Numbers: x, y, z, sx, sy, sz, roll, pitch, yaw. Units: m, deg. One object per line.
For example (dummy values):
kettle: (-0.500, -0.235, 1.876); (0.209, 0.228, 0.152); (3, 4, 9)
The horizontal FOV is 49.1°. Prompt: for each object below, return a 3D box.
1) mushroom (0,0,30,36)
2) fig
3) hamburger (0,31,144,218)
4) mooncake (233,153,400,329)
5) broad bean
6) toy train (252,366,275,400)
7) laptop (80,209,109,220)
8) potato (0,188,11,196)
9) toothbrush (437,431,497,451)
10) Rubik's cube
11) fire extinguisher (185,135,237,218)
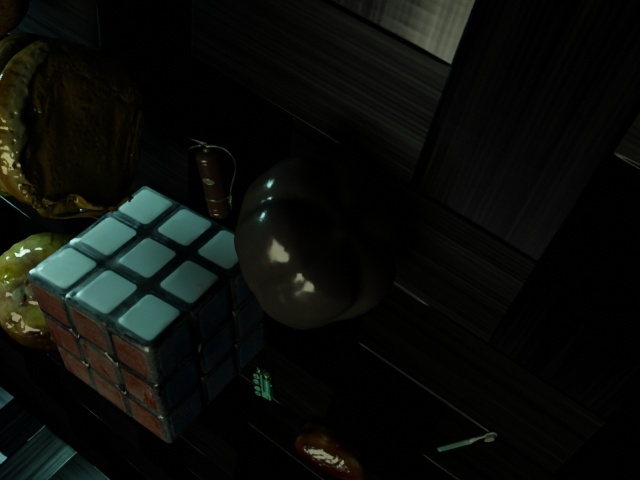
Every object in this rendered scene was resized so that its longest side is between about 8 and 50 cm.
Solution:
mushroom: (-0.626, -0.486, 1.154); (0.346, 0.259, 0.345); (5, 117, 10)
fig: (-0.613, 0.112, 1.697); (0.286, 0.286, 0.369); (48, 180, -4)
hamburger: (-0.417, -0.178, 1.123); (0.158, 0.318, 0.318); (4, 128, 27)
mooncake: (0.000, 0.000, 0.967); (0.133, 0.245, 0.245); (-24, 106, 49)
broad bean: (0.026, 0.458, 1.504); (0.165, 0.084, 0.114); (35, 159, 3)
toy train: (-0.126, 0.319, 1.559); (0.045, 0.029, 0.092); (19, 136, 20)
laptop: (-0.514, -0.073, 1.487); (0.207, 0.026, 0.154); (19, 174, 30)
potato: (-0.679, -0.187, 1.512); (0.253, 0.148, 0.186); (-3, 147, 37)
toothbrush: (0.256, 0.359, 1.241); (0.011, 0.014, 0.167); (39, 144, -7)
Rubik's cube: (-0.306, 0.134, 1.328); (0.304, 0.301, 0.305); (28, 139, 21)
fire extinguisher: (-0.175, -0.110, 1.187); (0.078, 0.045, 0.157); (0, 129, 9)
